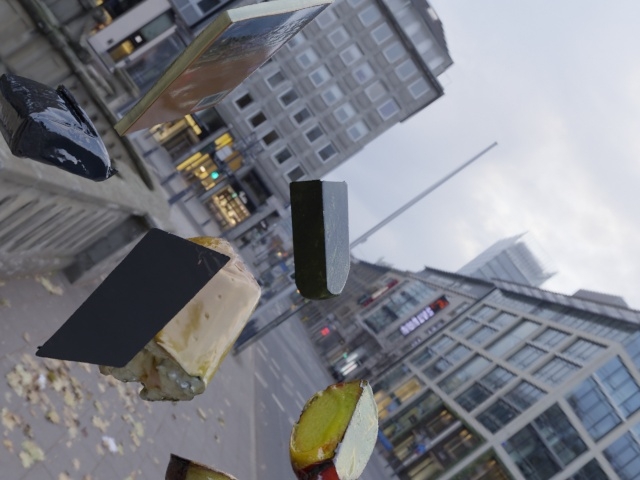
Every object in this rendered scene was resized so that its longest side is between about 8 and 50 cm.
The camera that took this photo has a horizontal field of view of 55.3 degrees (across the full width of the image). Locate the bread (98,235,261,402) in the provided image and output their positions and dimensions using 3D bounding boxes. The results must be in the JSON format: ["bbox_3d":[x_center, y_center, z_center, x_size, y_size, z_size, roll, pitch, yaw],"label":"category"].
[{"bbox_3d":[-0.356,0.162,1.481,0.361,0.394,0.250,-11,-52,43],"label":"bread"}]

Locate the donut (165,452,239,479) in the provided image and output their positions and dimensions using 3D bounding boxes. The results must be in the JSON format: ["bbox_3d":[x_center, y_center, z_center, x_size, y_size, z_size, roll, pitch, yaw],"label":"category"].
[{"bbox_3d":[-0.286,0.570,1.454,0.184,0.073,0.166,14,-25,19],"label":"donut"}]

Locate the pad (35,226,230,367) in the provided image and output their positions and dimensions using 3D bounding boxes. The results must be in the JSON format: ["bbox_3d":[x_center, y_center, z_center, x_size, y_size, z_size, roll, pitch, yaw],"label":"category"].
[{"bbox_3d":[-0.266,0.091,0.882,0.159,0.265,0.009,29,22,-53],"label":"pad"}]

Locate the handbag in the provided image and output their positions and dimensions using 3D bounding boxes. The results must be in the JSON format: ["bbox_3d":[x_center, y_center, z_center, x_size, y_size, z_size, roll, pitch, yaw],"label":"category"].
[{"bbox_3d":[-0.680,-0.302,1.590,0.275,0.178,0.302,12,23,-45],"label":"handbag"}]

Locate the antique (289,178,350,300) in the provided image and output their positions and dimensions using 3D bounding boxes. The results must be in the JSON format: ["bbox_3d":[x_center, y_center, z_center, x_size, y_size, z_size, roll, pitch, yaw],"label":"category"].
[{"bbox_3d":[0.000,0.000,1.128,0.080,0.081,0.221,-5,93,-51],"label":"antique"}]

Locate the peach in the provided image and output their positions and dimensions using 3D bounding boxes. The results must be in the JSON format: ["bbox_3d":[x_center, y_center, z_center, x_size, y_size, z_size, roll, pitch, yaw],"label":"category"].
[{"bbox_3d":[0.024,0.445,1.321,0.154,0.158,0.267,60,37,-28],"label":"peach"}]

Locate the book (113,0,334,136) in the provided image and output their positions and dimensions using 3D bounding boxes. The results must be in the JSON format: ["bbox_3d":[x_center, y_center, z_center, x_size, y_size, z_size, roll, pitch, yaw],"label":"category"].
[{"bbox_3d":[-0.173,-0.303,1.066,0.374,0.262,0.028,-27,-86,43],"label":"book"}]
